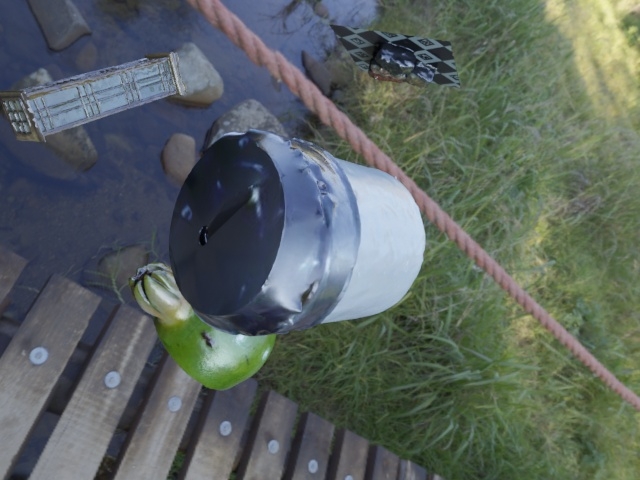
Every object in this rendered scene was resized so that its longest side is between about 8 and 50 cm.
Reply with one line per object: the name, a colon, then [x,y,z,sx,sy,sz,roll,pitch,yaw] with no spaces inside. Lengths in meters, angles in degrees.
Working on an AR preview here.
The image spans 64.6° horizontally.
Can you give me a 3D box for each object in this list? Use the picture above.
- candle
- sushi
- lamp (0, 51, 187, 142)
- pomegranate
candle: [0.000,0.000,0.631,0.342,0.221,0.221,7,65,-53]
sushi: [0.148,-0.338,0.999,0.220,0.231,0.047,14,94,-69]
lamp: [-0.401,-0.271,0.933,0.325,0.089,0.090,-40,130,-43]
pomegranate: [-0.167,0.102,0.791,0.241,0.159,0.190,43,2,-10]
